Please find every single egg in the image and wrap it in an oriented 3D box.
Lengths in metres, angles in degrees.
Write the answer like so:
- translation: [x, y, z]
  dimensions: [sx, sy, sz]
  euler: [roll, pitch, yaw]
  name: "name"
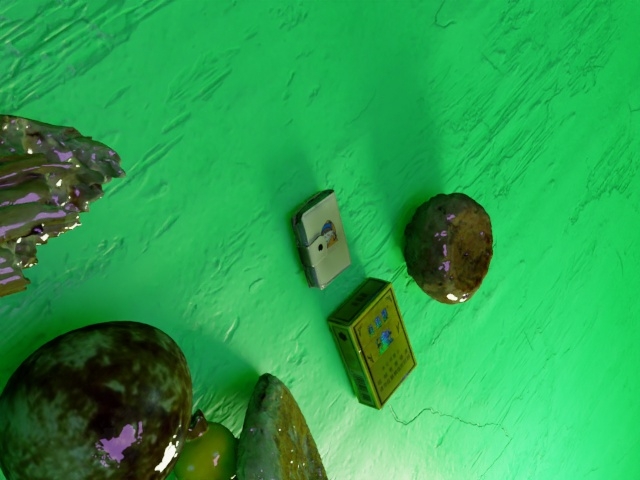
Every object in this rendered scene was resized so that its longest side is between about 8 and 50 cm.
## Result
- translation: [-0.283, 0.225, 1.151]
  dimensions: [0.289, 0.238, 0.238]
  euler: [-45, 129, -43]
  name: "egg"

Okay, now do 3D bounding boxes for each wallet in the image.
- translation: [0.000, 0.000, 1.563]
  dimensions: [0.110, 0.039, 0.155]
  euler: [-39, 126, -40]
  name: "wallet"

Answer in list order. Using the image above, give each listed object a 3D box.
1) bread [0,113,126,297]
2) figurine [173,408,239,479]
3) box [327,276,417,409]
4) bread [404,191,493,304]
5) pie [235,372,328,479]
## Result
- translation: [-0.386, -0.045, 0.936]
  dimensions: [0.370, 0.314, 0.192]
  euler: [-26, 109, -37]
  name: "bread"
- translation: [-0.161, 0.369, 1.422]
  dimensions: [0.234, 0.127, 0.185]
  euler: [56, 14, -5]
  name: "figurine"
- translation: [0.104, 0.199, 1.705]
  dimensions: [0.141, 0.064, 0.220]
  euler: [-44, 130, -33]
  name: "box"
- translation: [0.256, 0.012, 1.789]
  dimensions: [0.230, 0.123, 0.230]
  euler: [-5, 97, -47]
  name: "bread"
- translation: [-0.053, 0.379, 1.439]
  dimensions: [0.323, 0.070, 0.323]
  euler: [-21, 90, -78]
  name: "pie"
